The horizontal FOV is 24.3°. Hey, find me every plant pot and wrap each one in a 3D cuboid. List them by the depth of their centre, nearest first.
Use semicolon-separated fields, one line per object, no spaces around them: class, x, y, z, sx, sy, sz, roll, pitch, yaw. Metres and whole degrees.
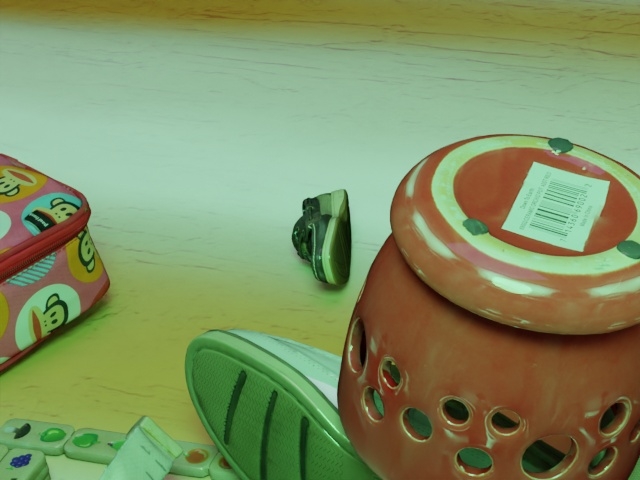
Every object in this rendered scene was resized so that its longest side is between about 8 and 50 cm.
plant pot;0.112;0.043;0.874;0.191;0.174;0.191;4;36;-3

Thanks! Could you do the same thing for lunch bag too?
lunch bag;-0.352;0.025;1.248;0.293;0.120;0.258;20;42;41

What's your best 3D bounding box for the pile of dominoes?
pile of dominoes;-0.167;0.178;1.002;0.251;0.040;0.196;4;30;19

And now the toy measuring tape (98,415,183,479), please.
toy measuring tape;-0.172;0.217;0.872;0.121;0.121;0.330;1;22;12

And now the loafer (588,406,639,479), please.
loafer;0.235;0.087;1.039;0.092;0.102;0.268;3;39;13

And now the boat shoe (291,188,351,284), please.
boat shoe;0.000;0.000;1.286;0.049;0.056;0.152;-8;19;7

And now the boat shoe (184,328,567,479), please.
boat shoe;0.044;0.138;0.973;0.302;0.113;0.103;30;39;30
